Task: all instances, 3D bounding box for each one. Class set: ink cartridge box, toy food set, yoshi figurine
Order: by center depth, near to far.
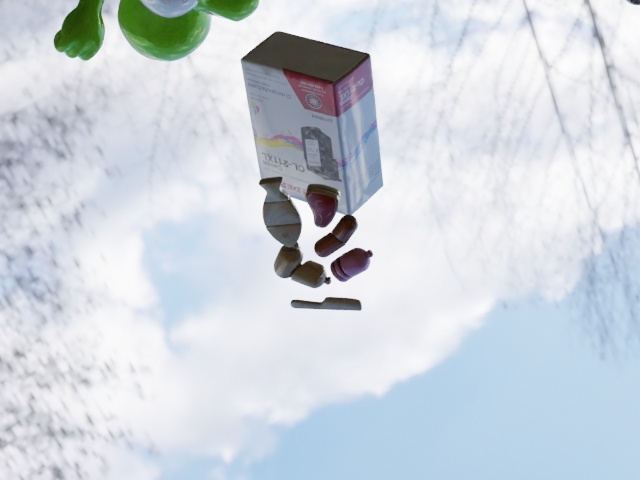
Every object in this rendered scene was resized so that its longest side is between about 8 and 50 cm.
[{"bbox_3d":[0.000,0.000,0.979,0.078,0.122,0.019,2,-140,11],"label":"toy food set"},{"bbox_3d":[-0.007,-0.127,1.446,0.127,0.175,0.072,18,-135,31],"label":"ink cartridge box"},{"bbox_3d":[-0.253,-0.295,1.493,0.203,0.362,0.203,8,-95,66],"label":"yoshi figurine"}]

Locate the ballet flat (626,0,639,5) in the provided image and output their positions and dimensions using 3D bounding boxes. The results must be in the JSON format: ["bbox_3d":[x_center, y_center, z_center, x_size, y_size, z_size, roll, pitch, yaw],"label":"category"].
[{"bbox_3d":[0.243,-0.234,0.996,0.041,0.041,0.114,-1,-114,32],"label":"ballet flat"}]
